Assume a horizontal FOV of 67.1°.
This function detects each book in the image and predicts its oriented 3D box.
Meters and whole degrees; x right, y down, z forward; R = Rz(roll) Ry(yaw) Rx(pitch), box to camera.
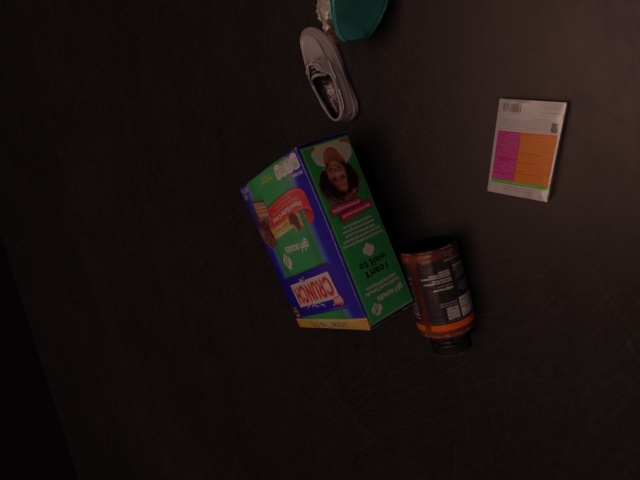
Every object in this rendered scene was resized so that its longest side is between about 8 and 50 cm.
[{"bbox_3d":[0.312,-0.139,0.734,0.096,0.035,0.144,16,115,33],"label":"book"}]

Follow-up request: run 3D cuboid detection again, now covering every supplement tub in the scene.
[{"bbox_3d":[0.209,0.099,0.846,0.106,0.106,0.198,-8,102,37],"label":"supplement tub"}]

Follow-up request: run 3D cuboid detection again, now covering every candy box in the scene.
[{"bbox_3d":[0.000,0.000,0.895,0.268,0.122,0.317,-18,97,60],"label":"candy box"}]

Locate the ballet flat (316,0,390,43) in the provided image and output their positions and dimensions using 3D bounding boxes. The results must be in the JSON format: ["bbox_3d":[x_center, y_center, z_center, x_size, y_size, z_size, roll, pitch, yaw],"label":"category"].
[{"bbox_3d":[0.059,-0.516,0.732,0.147,0.147,0.409,22,115,27],"label":"ballet flat"}]

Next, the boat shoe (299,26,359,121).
[{"bbox_3d":[0.005,-0.297,0.869,0.066,0.063,0.184,-17,97,38],"label":"boat shoe"}]
